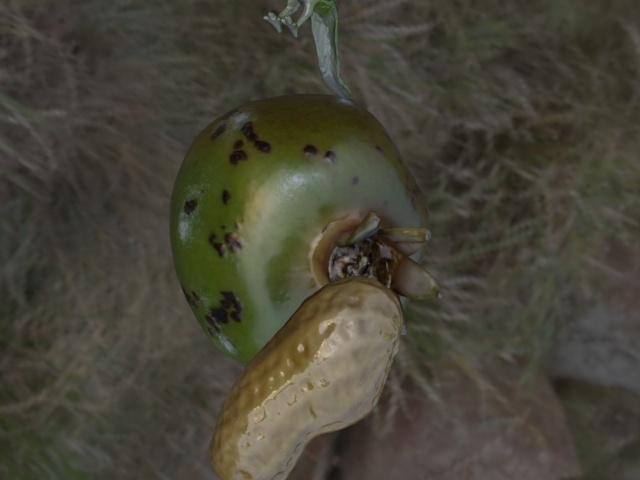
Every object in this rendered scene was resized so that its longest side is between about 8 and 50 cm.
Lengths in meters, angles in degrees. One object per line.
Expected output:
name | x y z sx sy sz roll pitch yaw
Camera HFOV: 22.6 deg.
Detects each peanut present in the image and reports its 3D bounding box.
peanut | -0.012 0.128 1.392 0.226 0.108 0.095 -47 168 9

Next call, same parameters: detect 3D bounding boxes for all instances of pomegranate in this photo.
pomegranate | -0.022 0.010 1.616 0.290 0.323 0.291 -3 119 -6

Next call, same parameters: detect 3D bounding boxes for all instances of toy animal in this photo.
toy animal | -0.010 -0.194 1.440 0.075 0.041 0.217 -43 141 -32
